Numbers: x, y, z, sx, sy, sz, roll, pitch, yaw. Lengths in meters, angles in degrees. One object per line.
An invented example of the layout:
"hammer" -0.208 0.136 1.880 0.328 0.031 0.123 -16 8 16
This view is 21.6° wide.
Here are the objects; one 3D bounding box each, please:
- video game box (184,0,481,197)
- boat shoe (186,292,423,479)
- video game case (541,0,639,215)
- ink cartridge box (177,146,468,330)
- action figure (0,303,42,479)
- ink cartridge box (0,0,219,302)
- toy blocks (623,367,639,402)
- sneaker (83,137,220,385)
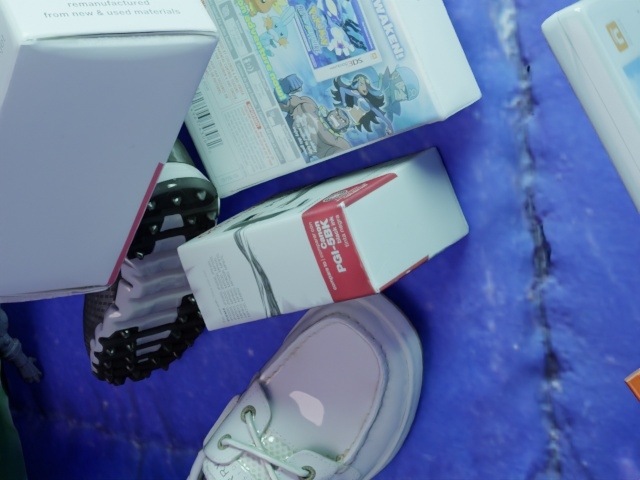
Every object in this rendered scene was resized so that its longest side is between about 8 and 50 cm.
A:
"video game box" -0.026 -0.144 0.952 0.187 0.048 0.205 -16 100 45
"boat shoe" -0.027 0.141 1.057 0.098 0.096 0.277 43 130 16
"video game case" 0.189 -0.025 0.738 0.023 0.193 0.212 -27 93 35
"ink cartridge box" 0.000 0.000 0.965 0.135 0.099 0.056 -15 101 41
"action figure" -0.256 0.091 1.237 0.137 0.063 0.232 23 128 31
"ink cartridge box" -0.189 -0.136 0.964 0.283 0.117 0.207 60 141 32
"toy blocks" 0.208 0.071 0.865 0.123 0.054 0.148 -36 87 42
"sneaker" -0.118 0.001 1.081 0.234 0.078 0.106 107 145 -52
